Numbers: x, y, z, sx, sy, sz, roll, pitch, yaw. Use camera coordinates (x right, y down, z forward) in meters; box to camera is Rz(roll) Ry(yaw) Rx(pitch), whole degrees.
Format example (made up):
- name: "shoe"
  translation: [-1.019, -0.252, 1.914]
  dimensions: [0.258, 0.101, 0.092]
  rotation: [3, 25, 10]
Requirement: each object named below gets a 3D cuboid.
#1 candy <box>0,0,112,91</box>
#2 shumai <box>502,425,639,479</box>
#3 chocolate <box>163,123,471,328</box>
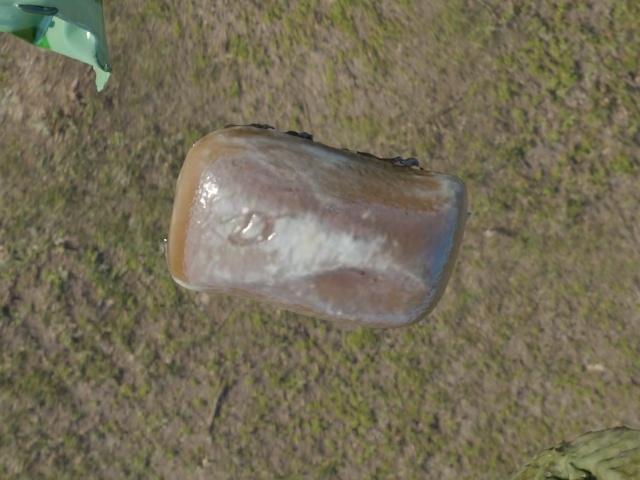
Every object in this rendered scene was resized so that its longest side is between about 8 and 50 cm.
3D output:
- name: "candy"
  translation: [-0.468, -0.372, 1.327]
  dimensions: [0.397, 0.263, 0.172]
  rotation: [8, 151, -31]
- name: "shumai"
  translation: [0.242, 0.290, 0.785]
  dimensions: [0.222, 0.272, 0.204]
  rotation: [-43, 106, -14]
- name: "chocolate"
  translation: [-0.001, 0.000, 0.828]
  dimensions: [0.261, 0.083, 0.161]
  rotation: [10, 112, -6]
